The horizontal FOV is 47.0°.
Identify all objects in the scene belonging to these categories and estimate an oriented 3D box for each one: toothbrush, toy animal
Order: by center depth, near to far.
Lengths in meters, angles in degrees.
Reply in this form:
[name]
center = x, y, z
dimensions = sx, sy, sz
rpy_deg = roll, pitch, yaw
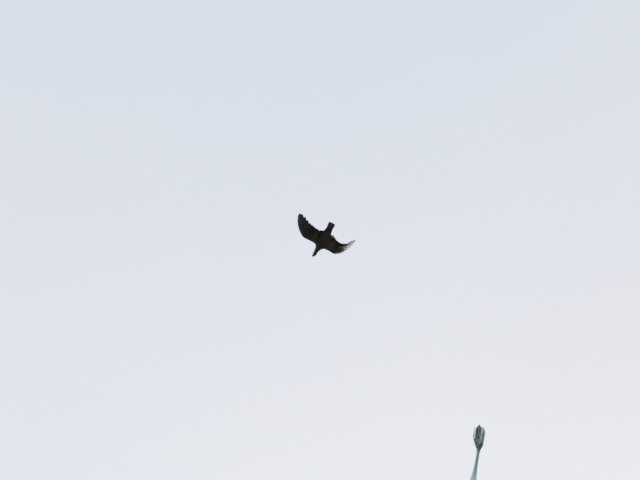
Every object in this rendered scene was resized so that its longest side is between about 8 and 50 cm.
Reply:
[toy animal]
center = 0.000, 0.000, 0.963
dimensions = 0.084, 0.028, 0.050
rpy_deg = 25, -60, -7
[toothbrush]
center = 0.218, 0.372, 1.072
dimensions = 0.016, 0.220, 0.019
rpy_deg = -5, -40, 32
